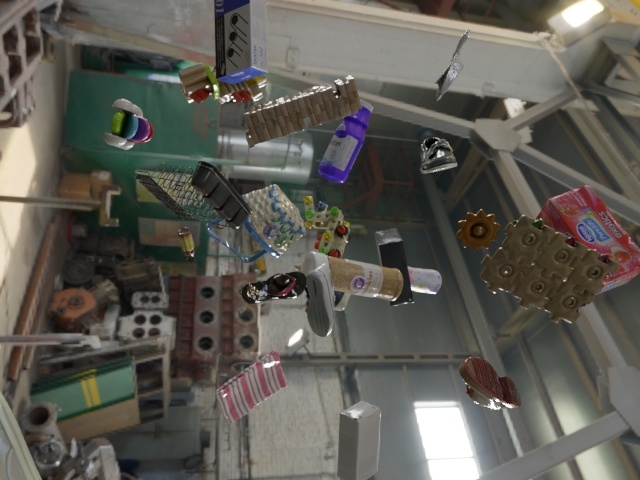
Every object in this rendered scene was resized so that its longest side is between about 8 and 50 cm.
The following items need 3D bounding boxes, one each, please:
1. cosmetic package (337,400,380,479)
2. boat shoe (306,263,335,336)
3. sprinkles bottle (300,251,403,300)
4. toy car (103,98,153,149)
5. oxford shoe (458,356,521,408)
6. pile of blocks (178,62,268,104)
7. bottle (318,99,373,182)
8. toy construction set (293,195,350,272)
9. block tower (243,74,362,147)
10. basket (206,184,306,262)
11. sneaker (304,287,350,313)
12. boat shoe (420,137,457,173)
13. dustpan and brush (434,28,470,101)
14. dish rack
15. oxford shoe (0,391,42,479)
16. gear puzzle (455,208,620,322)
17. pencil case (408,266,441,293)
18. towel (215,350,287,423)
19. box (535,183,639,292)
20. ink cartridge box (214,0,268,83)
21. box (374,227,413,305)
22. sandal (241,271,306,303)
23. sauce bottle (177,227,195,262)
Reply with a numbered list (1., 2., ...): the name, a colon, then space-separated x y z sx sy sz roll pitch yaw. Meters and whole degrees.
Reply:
1. cosmetic package: 0.121 0.639 1.632 0.085 0.117 0.231 11 -76 42
2. boat shoe: 0.013 0.168 1.447 0.076 0.083 0.226 -41 140 -43
3. sprinkles bottle: 0.111 0.126 1.784 0.121 0.355 0.121 -35 -131 54
4. toy car: -0.655 -0.392 1.797 0.182 0.136 0.159 -106 -146 -87
5. oxford shoe: 0.516 0.475 1.652 0.130 0.348 0.123 -27 -137 29
6. pile of blocks: -0.306 -0.533 1.774 0.112 0.362 0.149 60 -41 12
7. bottle: 0.091 -0.339 1.765 0.283 0.092 0.118 -65 -152 0
8. toy construction set: 0.000 0.000 2.003 0.151 0.215 0.327 28 75 -72
9. block tower: -0.057 -0.363 1.445 0.091 0.335 0.097 -107 177 -63
10. basket: -0.222 -0.048 1.829 0.255 0.289 0.201 44 26 -47
11. sneaker: -0.012 0.207 2.012 0.350 0.148 0.131 -34 -151 61
12. boat shoe: 0.385 -0.290 1.734 0.319 0.116 0.099 -63 142 -74
13. dustpan and brush: 0.398 -0.526 1.548 0.211 0.060 0.147 -53 -179 13
14. dish rack: -0.329 -0.117 1.307 0.074 0.271 0.208 -62 144 -23
15. oxford shoe: -0.686 0.433 1.033 0.169 0.130 0.449 -43 -105 29
16. gear puzzle: 0.421 0.039 1.061 0.175 0.339 0.044 -61 -171 21
17. pencil case: 0.439 0.176 2.426 0.113 0.273 0.124 -50 -141 38
18. towel: -0.183 0.398 1.395 0.029 0.197 0.144 34 -34 42
19. box: 0.692 0.001 1.338 0.122 0.128 0.257 83 -14 -62
20. ink cartridge box: -0.148 -0.405 0.953 0.097 0.046 0.207 -4 -93 38
21. box: 0.293 0.103 2.079 0.184 0.103 0.261 -98 176 -74
22. sandal: -0.100 0.107 1.213 0.067 0.179 0.040 57 -43 25
23. sauce bottle: -0.419 0.018 1.631 0.042 0.042 0.128 -102 -171 -47
